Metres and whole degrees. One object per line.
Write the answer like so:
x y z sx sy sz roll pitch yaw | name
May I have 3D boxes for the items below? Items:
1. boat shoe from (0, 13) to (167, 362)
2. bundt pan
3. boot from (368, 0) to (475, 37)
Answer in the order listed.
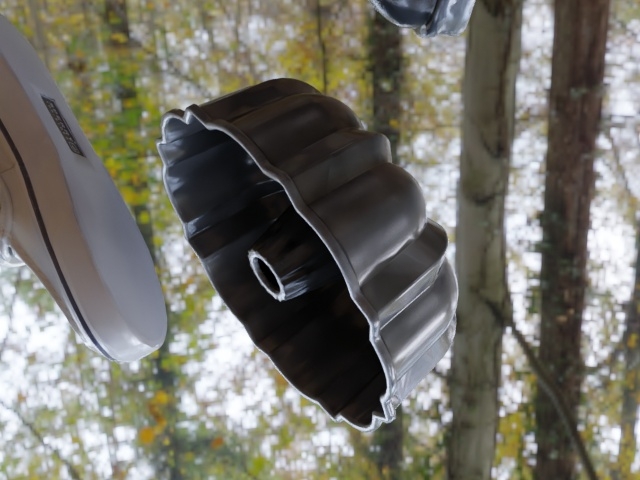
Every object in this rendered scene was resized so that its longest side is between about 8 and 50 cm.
-0.188 -0.027 0.764 0.088 0.268 0.096 -35 163 10 | boat shoe
0.000 0.000 1.063 0.124 0.331 0.331 -33 -142 -21 | bundt pan
-0.132 -0.278 0.885 0.445 0.146 0.367 -1 -136 -12 | boot
